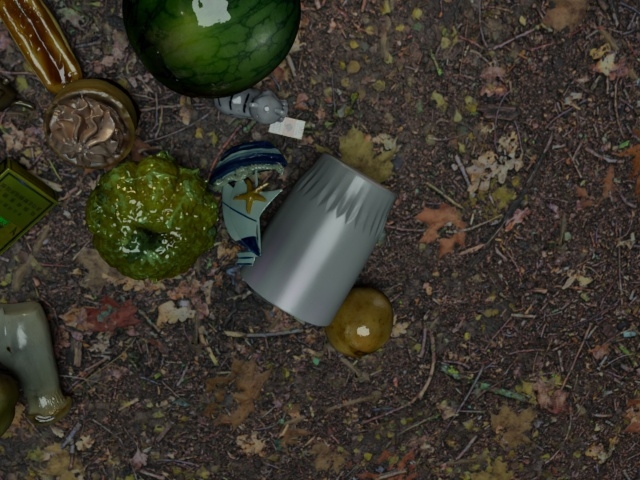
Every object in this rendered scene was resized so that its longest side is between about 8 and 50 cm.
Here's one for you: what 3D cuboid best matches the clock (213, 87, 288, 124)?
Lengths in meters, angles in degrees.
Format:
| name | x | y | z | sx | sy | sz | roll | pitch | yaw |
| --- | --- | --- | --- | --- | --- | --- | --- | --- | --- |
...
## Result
| name | x | y | z | sx | sy | sz | roll | pitch | yaw |
| --- | --- | --- | --- | --- | --- | --- | --- | --- | --- |
| clock | -0.162 | -0.313 | 1.441 | 0.176 | 0.117 | 0.080 | 14 | 101 | -4 |

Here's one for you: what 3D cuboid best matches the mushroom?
| name | x | y | z | sx | sy | sz | roll | pitch | yaw |
| --- | --- | --- | --- | --- | --- | --- | --- | --- | --- |
| mushroom | -0.724 | 0.303 | 1.572 | 0.159 | 0.122 | 0.329 | -2 | 109 | 32 |

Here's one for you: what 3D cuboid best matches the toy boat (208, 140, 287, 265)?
| name | x | y | z | sx | sy | sz | roll | pitch | yaw |
| --- | --- | --- | --- | --- | --- | --- | --- | --- | --- |
| toy boat | -0.167 | -0.080 | 1.472 | 0.220 | 0.067 | 0.291 | -11 | 76 | 25 |

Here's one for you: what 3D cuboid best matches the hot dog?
| name | x | y | z | sx | sy | sz | roll | pitch | yaw |
| --- | --- | --- | --- | --- | --- | --- | --- | --- | --- |
| hot dog | -0.611 | -0.439 | 1.382 | 0.100 | 0.068 | 0.250 | -30 | 110 | -11 |

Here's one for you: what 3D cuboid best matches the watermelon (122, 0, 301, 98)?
| name | x | y | z | sx | sy | sz | roll | pitch | yaw |
| --- | --- | --- | --- | --- | --- | --- | --- | --- | --- |
| watermelon | -0.216 | -0.468 | 1.286 | 0.363 | 0.363 | 0.363 | -2 | 106 | -6 |

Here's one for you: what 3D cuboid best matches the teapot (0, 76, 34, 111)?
| name | x | y | z | sx | sy | sz | roll | pitch | yaw |
| --- | --- | --- | --- | --- | --- | --- | --- | --- | --- |
| teapot | -0.696 | -0.312 | 1.407 | 0.110 | 0.085 | 0.080 | 34 | 102 | -35 |

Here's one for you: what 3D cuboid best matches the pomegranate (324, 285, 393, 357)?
| name | x | y | z | sx | sy | sz | roll | pitch | yaw |
| --- | --- | --- | --- | --- | --- | --- | --- | --- | --- |
| pomegranate | 0.095 | 0.195 | 1.599 | 0.196 | 0.196 | 0.196 | -2 | 106 | -6 |

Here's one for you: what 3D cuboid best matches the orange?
| name | x | y | z | sx | sy | sz | roll | pitch | yaw |
| --- | --- | --- | --- | --- | --- | --- | --- | --- | --- |
| orange | -0.378 | -0.042 | 1.448 | 0.301 | 0.223 | 0.300 | -13 | 113 | -4 |

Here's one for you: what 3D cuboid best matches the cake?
| name | x | y | z | sx | sy | sz | roll | pitch | yaw |
| --- | --- | --- | --- | --- | --- | --- | --- | --- | --- |
| cake | -0.492 | -0.242 | 1.373 | 0.207 | 0.178 | 0.185 | -13 | 125 | -11 |

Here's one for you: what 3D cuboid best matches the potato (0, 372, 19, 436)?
| name | x | y | z | sx | sy | sz | roll | pitch | yaw |
| --- | --- | --- | --- | --- | --- | --- | --- | --- | --- |
| potato | -0.845 | 0.401 | 1.498 | 0.218 | 0.203 | 0.351 | 33 | 135 | -29 |

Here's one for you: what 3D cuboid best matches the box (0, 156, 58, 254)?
| name | x | y | z | sx | sy | sz | roll | pitch | yaw |
| --- | --- | --- | --- | --- | --- | --- | --- | --- | --- |
| box | -0.737 | -0.068 | 1.451 | 0.220 | 0.064 | 0.141 | -42 | 134 | 4 |

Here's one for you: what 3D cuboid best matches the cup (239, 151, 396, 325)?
| name | x | y | z | sx | sy | sz | roll | pitch | yaw |
| --- | --- | --- | --- | --- | --- | --- | --- | --- | --- |
| cup | 0.000 | 0.000 | 1.487 | 0.253 | 0.253 | 0.372 | 30 | 99 | -14 |

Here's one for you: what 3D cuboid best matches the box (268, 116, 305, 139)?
| name | x | y | z | sx | sy | sz | roll | pitch | yaw |
| --- | --- | --- | --- | --- | --- | --- | --- | --- | --- |
| box | -0.081 | -0.274 | 1.522 | 0.083 | 0.012 | 0.046 | 11 | 103 | -10 |
